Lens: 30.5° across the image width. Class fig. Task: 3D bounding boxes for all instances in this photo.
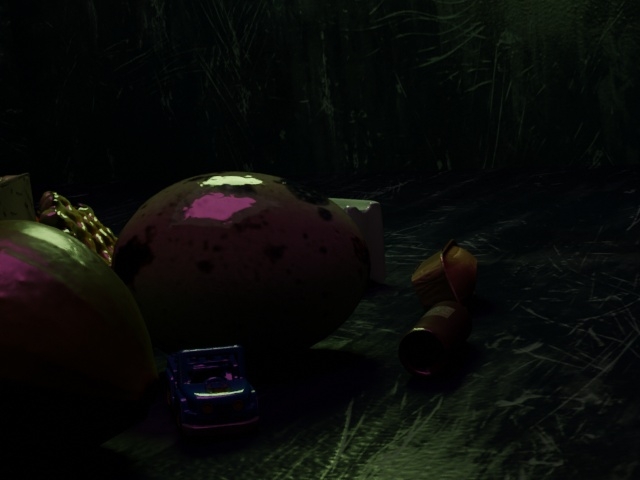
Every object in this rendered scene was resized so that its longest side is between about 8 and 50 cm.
[{"bbox_3d":[-0.337,0.134,1.383,0.316,0.316,0.316,-5,10,1],"label":"fig"}]

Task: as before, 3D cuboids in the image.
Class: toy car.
[{"bbox_3d":[-0.141,0.178,1.483,0.097,0.100,0.191,-4,14,-15],"label":"toy car"}]

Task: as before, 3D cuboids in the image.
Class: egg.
[{"bbox_3d":[-0.113,0.039,1.710,0.379,0.288,0.287,-11,11,-13],"label":"egg"}]

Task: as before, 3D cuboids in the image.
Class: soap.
[{"bbox_3d":[0.000,0.000,2.244,0.087,0.160,0.265,-13,12,-40],"label":"soap"}]

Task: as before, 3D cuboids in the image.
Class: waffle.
[{"bbox_3d":[-0.358,0.042,1.958,0.073,0.317,0.297,-42,6,-2],"label":"waffle"}]

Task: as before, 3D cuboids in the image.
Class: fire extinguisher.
[{"bbox_3d":[0.162,0.136,1.673,0.099,0.071,0.231,-31,0,20],"label":"fire extinguisher"}]

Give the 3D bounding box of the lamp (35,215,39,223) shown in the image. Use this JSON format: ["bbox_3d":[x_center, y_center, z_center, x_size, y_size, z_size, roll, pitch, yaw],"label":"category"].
[{"bbox_3d":[-0.593,0.037,2.182,0.196,0.223,0.223,0,11,19],"label":"lamp"}]

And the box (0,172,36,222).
[{"bbox_3d":[-0.545,0.063,1.805,0.190,0.297,0.225,-8,10,4],"label":"box"}]

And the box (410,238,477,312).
[{"bbox_3d":[0.216,0.061,1.958,0.111,0.111,0.177,-3,11,14],"label":"box"}]
